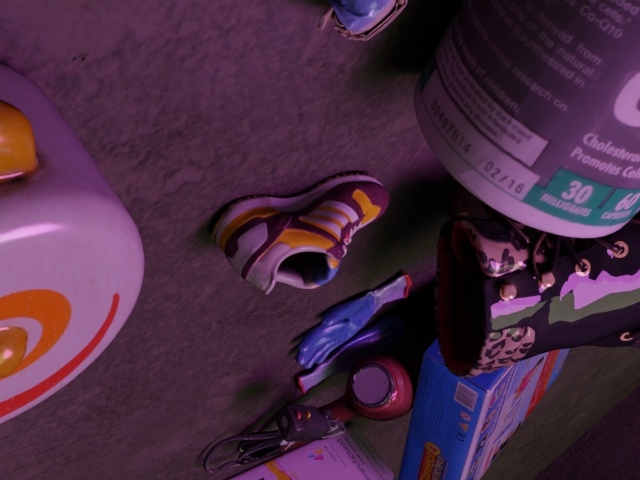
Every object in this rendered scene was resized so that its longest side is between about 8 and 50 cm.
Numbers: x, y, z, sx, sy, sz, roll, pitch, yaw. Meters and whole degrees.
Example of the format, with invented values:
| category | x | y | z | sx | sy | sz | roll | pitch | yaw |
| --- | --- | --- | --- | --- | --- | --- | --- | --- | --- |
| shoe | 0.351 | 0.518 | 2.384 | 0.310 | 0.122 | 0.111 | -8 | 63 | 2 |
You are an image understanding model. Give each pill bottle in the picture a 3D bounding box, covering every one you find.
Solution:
| category | x | y | z | sx | sy | sz | roll | pitch | yaw |
| --- | --- | --- | --- | --- | --- | --- | --- | --- | --- |
| pill bottle | 0.230 | -0.190 | 0.700 | 0.204 | 0.204 | 0.361 | -15 | 146 | -41 |

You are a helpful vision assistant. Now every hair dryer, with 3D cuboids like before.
| category | x | y | z | sx | sy | sz | roll | pitch | yaw |
| --- | --- | --- | --- | --- | --- | --- | --- | --- | --- |
| hair dryer | 0.014 | 0.199 | 1.229 | 0.294 | 0.080 | 0.224 | -7 | 164 | -37 |

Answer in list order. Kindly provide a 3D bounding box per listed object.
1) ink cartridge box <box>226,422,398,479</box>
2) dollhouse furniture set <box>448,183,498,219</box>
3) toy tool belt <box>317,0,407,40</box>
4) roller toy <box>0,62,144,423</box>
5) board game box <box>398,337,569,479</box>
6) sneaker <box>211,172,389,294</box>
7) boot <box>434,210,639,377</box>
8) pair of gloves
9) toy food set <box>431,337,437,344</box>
| category | x | y | z | sx | sy | sz | roll | pitch | yaw |
| --- | --- | --- | --- | --- | --- | --- | --- | --- | --- |
| ink cartridge box | -0.016 | 0.397 | 1.371 | 0.278 | 0.201 | 0.117 | -16 | 146 | -39 |
| dollhouse furniture set | 0.313 | -0.060 | 1.154 | 0.374 | 0.152 | 0.201 | -14 | 151 | -10 |
| toy tool belt | 0.033 | -0.168 | 0.653 | 0.083 | 0.052 | 0.051 | -52 | 160 | 26 |
| roller toy | -0.197 | 0.011 | 0.534 | 0.209 | 0.146 | 0.191 | -44 | 155 | 11 |
| board game box | 0.232 | 0.156 | 1.293 | 0.302 | 0.086 | 0.308 | -43 | 153 | -33 |
| sneaker | 0.000 | 0.000 | 0.855 | 0.186 | 0.084 | 0.069 | -17 | 148 | -38 |
| boot | 0.267 | -0.015 | 0.943 | 0.284 | 0.138 | 0.377 | -10 | 139 | -15 |
| pair of gloves | 0.038 | 0.116 | 1.180 | 0.159 | 0.023 | 0.198 | -31 | 154 | -16 |
| toy food set | 0.177 | 0.201 | 1.446 | 0.128 | 0.071 | 0.217 | -46 | 154 | -25 |
